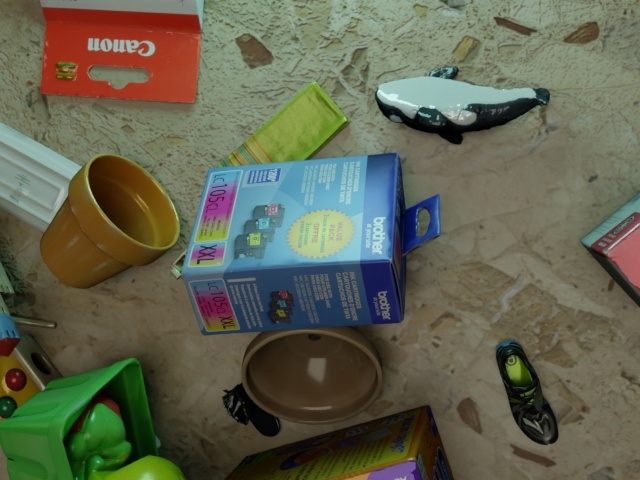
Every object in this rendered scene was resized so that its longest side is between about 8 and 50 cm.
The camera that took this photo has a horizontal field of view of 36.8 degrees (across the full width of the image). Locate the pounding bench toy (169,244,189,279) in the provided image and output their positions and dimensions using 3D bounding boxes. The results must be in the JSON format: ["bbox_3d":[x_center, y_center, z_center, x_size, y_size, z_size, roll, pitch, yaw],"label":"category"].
[{"bbox_3d":[-0.227,0.040,1.711,0.052,0.083,0.065,44,99,6],"label":"pounding bench toy"}]

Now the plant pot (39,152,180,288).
[{"bbox_3d":[-0.384,-0.017,1.691,0.188,0.205,0.205,-38,86,25],"label":"plant pot"}]

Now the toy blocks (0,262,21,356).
[{"bbox_3d":[-0.688,0.153,1.715,0.381,0.191,0.261,-32,75,10],"label":"toy blocks"}]

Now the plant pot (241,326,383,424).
[{"bbox_3d":[-0.012,0.200,1.646,0.237,0.110,0.237,2,129,2],"label":"plant pot"}]

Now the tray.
[{"bbox_3d":[-0.550,-0.112,1.787,0.270,0.030,0.145,28,98,7],"label":"tray"}]

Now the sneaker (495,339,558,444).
[{"bbox_3d":[0.345,0.262,1.626,0.067,0.078,0.188,-23,89,10],"label":"sneaker"}]

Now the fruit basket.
[{"bbox_3d":[-0.321,0.411,1.588,0.392,0.283,0.392,8,113,18],"label":"fruit basket"}]

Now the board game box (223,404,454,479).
[{"bbox_3d":[0.051,0.514,1.546,0.356,0.356,0.356,-18,89,10],"label":"board game box"}]

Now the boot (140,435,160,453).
[{"bbox_3d":[-0.390,0.349,1.758,0.190,0.069,0.086,40,102,2],"label":"boot"}]

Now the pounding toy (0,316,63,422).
[{"bbox_3d":[-0.568,0.217,1.771,0.181,0.094,0.206,-39,86,9],"label":"pounding toy"}]

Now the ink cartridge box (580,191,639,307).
[{"bbox_3d":[0.610,-0.058,1.465,0.384,0.279,0.160,-42,86,9],"label":"ink cartridge box"}]

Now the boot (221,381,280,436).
[{"bbox_3d":[-0.123,0.303,1.696,0.045,0.099,0.121,-33,87,11],"label":"boot"}]

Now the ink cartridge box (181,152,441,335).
[{"bbox_3d":[0.000,0.000,1.571,0.395,0.270,0.151,-3,133,9],"label":"ink cartridge box"}]

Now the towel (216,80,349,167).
[{"bbox_3d":[-0.068,-0.169,1.707,0.237,0.021,0.102,-41,86,9],"label":"towel"}]

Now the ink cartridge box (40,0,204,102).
[{"bbox_3d":[-0.364,-0.449,1.711,0.308,0.091,0.385,5,92,10],"label":"ink cartridge box"}]

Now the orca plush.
[{"bbox_3d":[0.241,-0.218,1.639,0.287,0.102,0.151,-8,46,0],"label":"orca plush"}]
